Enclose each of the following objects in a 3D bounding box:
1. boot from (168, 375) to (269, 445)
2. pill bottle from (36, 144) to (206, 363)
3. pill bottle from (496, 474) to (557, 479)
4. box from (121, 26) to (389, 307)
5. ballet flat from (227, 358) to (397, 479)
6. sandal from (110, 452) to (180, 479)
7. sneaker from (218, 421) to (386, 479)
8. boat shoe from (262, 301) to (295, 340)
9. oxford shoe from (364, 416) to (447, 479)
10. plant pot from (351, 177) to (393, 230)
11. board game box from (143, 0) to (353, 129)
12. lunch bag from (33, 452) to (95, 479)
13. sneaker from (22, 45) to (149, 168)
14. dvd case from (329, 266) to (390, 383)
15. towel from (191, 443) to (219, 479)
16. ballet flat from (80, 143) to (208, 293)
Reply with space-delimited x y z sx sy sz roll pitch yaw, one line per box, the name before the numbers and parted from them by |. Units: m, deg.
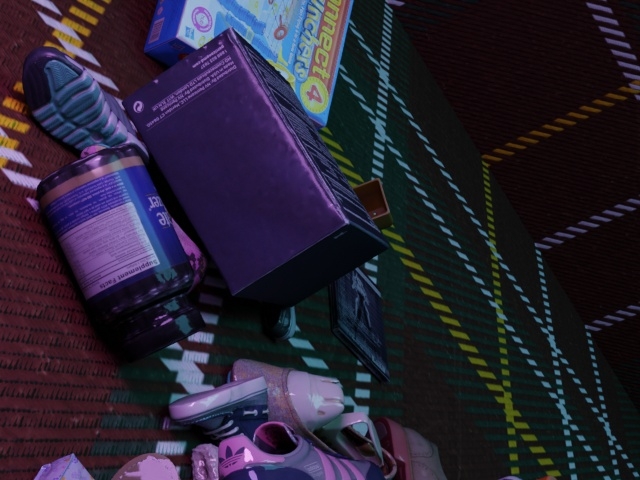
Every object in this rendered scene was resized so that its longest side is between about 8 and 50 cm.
boot | -0.109 0.215 1.374 0.190 0.069 0.086 -6 83 -64
pill bottle | -0.213 0.017 1.274 0.219 0.123 0.123 65 19 2
pill bottle | 0.252 0.434 1.747 0.130 0.246 0.130 52 22 -31
box | -0.077 -0.080 1.542 0.294 0.183 0.296 58 8 13
ballet flat | 0.003 0.241 1.564 0.316 0.106 0.107 48 25 -38
sandal | -0.170 0.328 1.102 0.079 0.088 0.240 91 -4 -56
sneaker | -0.015 0.265 1.349 0.319 0.112 0.131 7 60 -69
boat shoe | -0.064 0.077 1.689 0.040 0.049 0.142 40 33 -48
oxford shoe | 0.148 0.404 1.646 0.130 0.123 0.348 19 41 -23
plant pot | 0.096 -0.054 2.221 0.083 0.081 0.081 52 20 -58
board game box | -0.096 -0.365 1.815 0.302 0.086 0.308 27 66 -37
lunch bag | -0.230 0.247 1.047 0.071 0.053 0.083 56 30 -18
sneaker | -0.289 -0.163 1.397 0.223 0.083 0.098 58 6 -48
dvd case | 0.063 0.118 2.005 0.164 0.018 0.221 47 26 -36
towel | -0.064 0.374 1.315 0.187 0.049 0.282 38 32 -53
ballet flat | -0.217 -0.015 1.397 0.221 0.077 0.079 53 41 -28
